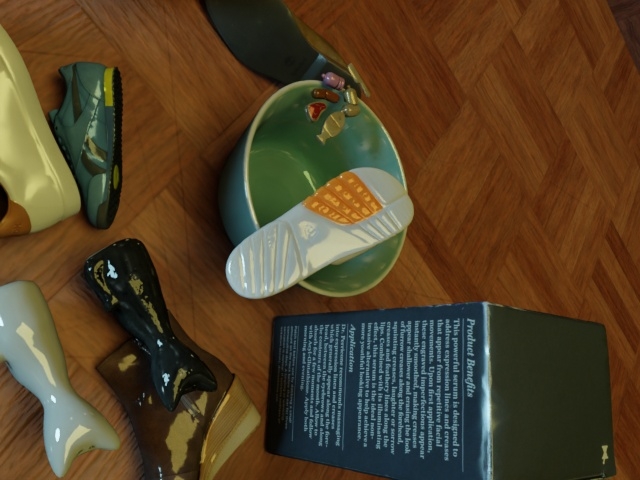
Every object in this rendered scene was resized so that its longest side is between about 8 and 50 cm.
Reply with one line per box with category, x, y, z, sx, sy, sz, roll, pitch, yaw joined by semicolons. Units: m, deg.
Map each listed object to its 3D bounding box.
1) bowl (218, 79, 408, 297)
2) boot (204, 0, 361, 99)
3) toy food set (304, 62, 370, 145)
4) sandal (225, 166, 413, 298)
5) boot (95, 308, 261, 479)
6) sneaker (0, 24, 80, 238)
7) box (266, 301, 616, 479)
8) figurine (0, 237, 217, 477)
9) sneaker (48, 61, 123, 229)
bowl;-0.030;-0.064;0.906;0.312;0.163;0.311;10;76;-41
boot;-0.061;-0.332;0.994;0.305;0.112;0.115;36;31;-27
toy food set;0.016;-0.196;0.853;0.122;0.019;0.078;-45;111;-29
sandal;-0.006;-0.009;0.769;0.265;0.076;0.102;-27;86;-20
boot;-0.214;0.237;0.762;0.207;0.090;0.248;49;56;-8
sneaker;-0.377;-0.138;0.648;0.123;0.106;0.290;-35;107;-42
box;0.156;0.216;0.865;0.294;0.395;0.211;14;74;-40
figurine;-0.248;0.127;0.678;0.215;0.092;0.209;-27;77;-41
sneaker;-0.294;-0.118;0.758;0.082;0.069;0.209;0;91;-9
